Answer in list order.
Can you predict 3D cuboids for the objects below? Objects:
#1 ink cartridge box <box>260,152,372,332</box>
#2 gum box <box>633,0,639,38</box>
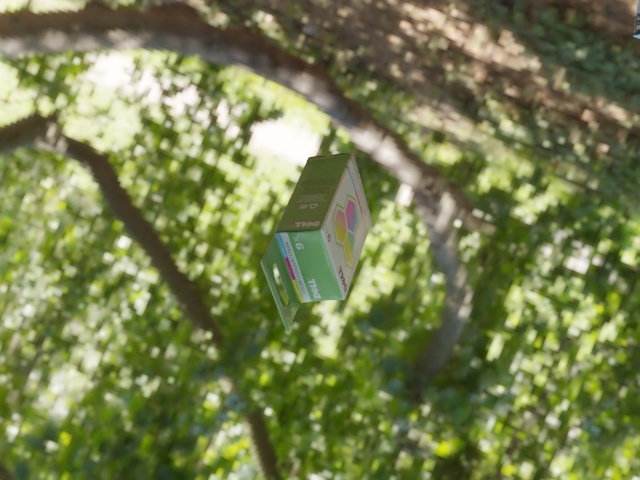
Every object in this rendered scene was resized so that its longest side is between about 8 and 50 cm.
[{"bbox_3d":[0.000,0.000,1.636,0.062,0.209,0.109,-3,127,21],"label":"ink cartridge box"},{"bbox_3d":[0.427,-0.321,1.537,0.041,0.184,0.157,10,176,-32],"label":"gum box"}]
